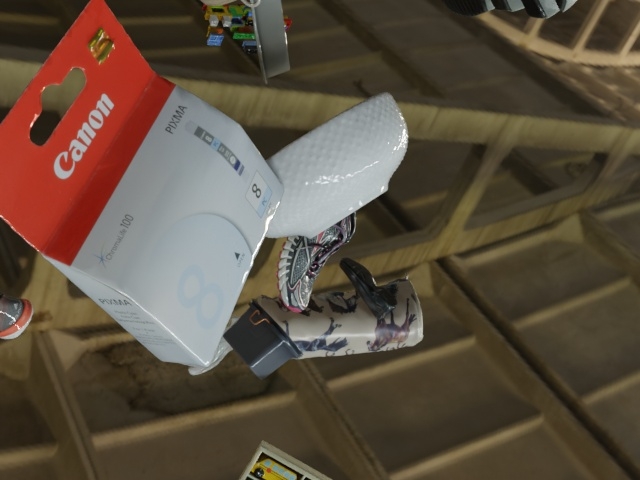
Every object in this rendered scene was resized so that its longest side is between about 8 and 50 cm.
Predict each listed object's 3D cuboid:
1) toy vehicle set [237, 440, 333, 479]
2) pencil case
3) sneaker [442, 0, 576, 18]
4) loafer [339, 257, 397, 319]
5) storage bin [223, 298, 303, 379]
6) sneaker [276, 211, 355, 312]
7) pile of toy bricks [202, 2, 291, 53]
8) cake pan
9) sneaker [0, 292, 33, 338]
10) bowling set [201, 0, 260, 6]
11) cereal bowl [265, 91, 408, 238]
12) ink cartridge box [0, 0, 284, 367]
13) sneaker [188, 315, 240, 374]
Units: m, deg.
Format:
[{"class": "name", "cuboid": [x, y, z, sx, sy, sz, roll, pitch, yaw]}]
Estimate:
[{"class": "toy vehicle set", "cuboid": [-0.028, 0.477, 1.331, 0.267, 0.166, 0.035, 30, -178, -2]}, {"class": "pencil case", "cuboid": [0.034, 0.189, 1.899, 0.411, 0.159, 0.183, -6, -140, -2]}, {"class": "sneaker", "cuboid": [0.183, -0.293, 0.733, 0.122, 0.146, 0.330, 54, 177, -31]}, {"class": "loafer", "cuboid": [0.098, 0.111, 1.808, 0.170, 0.061, 0.062, 48, -150, 19]}, {"class": "storage bin", "cuboid": [-0.114, 0.183, 1.439, 0.091, 0.098, 0.135, -42, -134, -10]}, {"class": "sneaker", "cuboid": [0.000, 0.000, 1.553, 0.112, 0.299, 0.121, 18, 172, 19]}, {"class": "pile of toy bricks", "cuboid": [-0.188, -0.523, 1.866, 0.212, 0.118, 0.105, -5, -118, -28]}, {"class": "cake pan", "cuboid": [-0.099, -0.442, 1.461, 0.054, 0.293, 0.293, -8, -145, -1]}, {"class": "sneaker", "cuboid": [-0.398, 0.084, 0.881, 0.065, 0.158, 0.061, 47, -147, -46]}, {"class": "bowling set", "cuboid": [-0.062, -0.458, 1.081, 0.154, 0.286, 0.200, 3, -171, 38]}, {"class": "cereal bowl", "cuboid": [0.013, -0.103, 1.336, 0.141, 0.339, 0.339, 57, -146, -1]}, {"class": "ink cartridge box", "cuboid": [-0.209, -0.068, 0.989, 0.091, 0.385, 0.308, 1, -126, 31]}, {"class": "sneaker", "cuboid": [-0.208, 0.208, 1.569, 0.061, 0.152, 0.054, 53, 172, -13]}]
